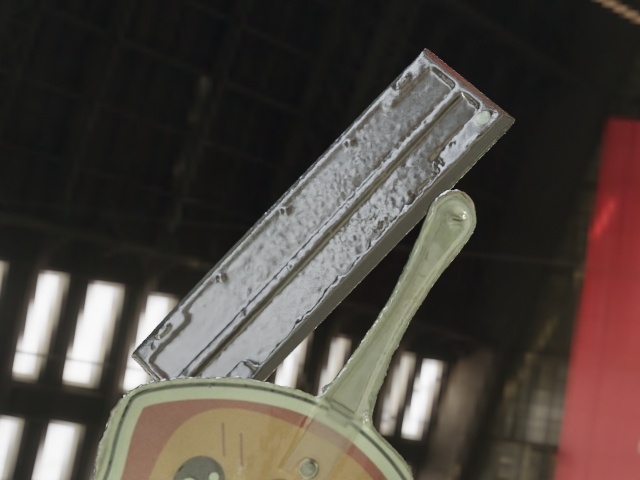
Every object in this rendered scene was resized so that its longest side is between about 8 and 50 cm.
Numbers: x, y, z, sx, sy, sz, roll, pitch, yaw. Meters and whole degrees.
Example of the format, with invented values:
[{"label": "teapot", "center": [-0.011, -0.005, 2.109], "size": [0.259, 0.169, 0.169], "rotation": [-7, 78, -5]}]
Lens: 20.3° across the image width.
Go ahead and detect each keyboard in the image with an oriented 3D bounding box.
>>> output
[{"label": "keyboard", "center": [0.000, 0.000, 0.809], "size": [0.198, 0.063, 0.010], "rotation": [-46, -33, -1]}]

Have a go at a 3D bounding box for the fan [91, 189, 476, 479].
[{"label": "fan", "center": [-0.007, 0.078, 0.586], "size": [0.132, 0.009, 0.220], "rotation": [33, -95, -16]}]
